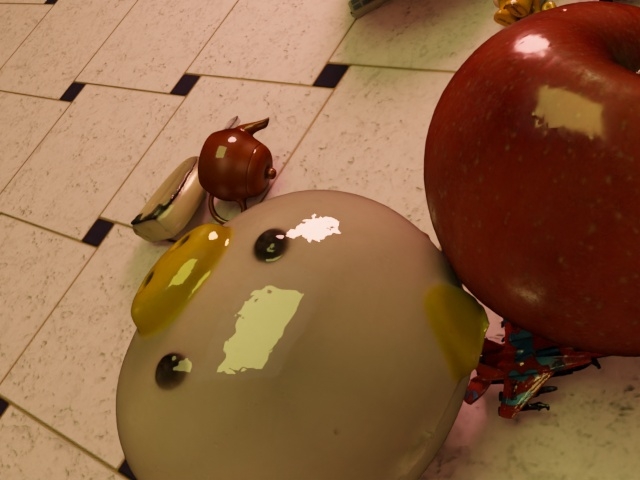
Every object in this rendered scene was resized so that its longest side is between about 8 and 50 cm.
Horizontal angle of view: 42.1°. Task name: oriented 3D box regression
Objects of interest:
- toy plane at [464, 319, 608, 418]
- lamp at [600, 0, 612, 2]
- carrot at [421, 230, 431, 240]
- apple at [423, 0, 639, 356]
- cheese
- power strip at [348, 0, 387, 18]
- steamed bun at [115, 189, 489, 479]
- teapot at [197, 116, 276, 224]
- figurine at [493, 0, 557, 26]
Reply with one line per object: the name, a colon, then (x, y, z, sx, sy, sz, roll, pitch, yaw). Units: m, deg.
toy plane: (0.237, 0.120, 0.847, 0.189, 0.061, 0.130, -7, 52, 24)
lamp: (0.482, -0.485, 1.062, 0.374, 0.205, 0.272, -20, 50, 34)
carrot: (0.000, 0.000, 1.102, 0.314, 0.066, 0.066, 5, 59, 39)
apple: (0.269, -0.061, 0.764, 0.348, 0.277, 0.348, 2, 41, -2)
cheese: (-0.199, -0.106, 1.315, 0.127, 0.054, 0.251, -11, 41, 54)
power strip: (0.088, -0.408, 1.402, 0.090, 0.016, 0.040, -27, 45, 14)
steamed bun: (-0.024, 0.127, 0.838, 0.334, 0.334, 0.374, 27, 77, 44)
teapot: (-0.118, -0.104, 1.241, 0.116, 0.116, 0.173, 15, 92, 40)
figurine: (0.308, -0.428, 1.209, 0.156, 0.131, 0.246, 151, 137, -74)
